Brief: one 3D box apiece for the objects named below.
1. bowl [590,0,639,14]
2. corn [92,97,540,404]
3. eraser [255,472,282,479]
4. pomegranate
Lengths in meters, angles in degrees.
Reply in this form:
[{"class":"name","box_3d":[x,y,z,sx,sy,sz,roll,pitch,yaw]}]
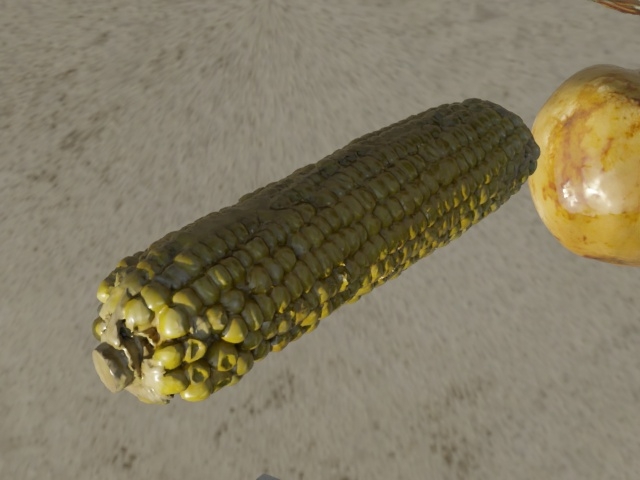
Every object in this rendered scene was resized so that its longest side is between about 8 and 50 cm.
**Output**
[{"class":"bowl","box_3d":[0.345,-0.287,1.310,0.337,0.337,0.157,-44,101,5]},{"class":"corn","box_3d":[0.000,0.000,0.903,0.320,0.097,0.097,-29,100,-32]},{"class":"eraser","box_3d":[-0.029,0.314,1.725,0.144,0.312,0.043,24,90,7]},{"class":"pomegranate","box_3d":[0.337,-0.086,1.695,0.248,0.248,0.248,0,99,-2]}]
